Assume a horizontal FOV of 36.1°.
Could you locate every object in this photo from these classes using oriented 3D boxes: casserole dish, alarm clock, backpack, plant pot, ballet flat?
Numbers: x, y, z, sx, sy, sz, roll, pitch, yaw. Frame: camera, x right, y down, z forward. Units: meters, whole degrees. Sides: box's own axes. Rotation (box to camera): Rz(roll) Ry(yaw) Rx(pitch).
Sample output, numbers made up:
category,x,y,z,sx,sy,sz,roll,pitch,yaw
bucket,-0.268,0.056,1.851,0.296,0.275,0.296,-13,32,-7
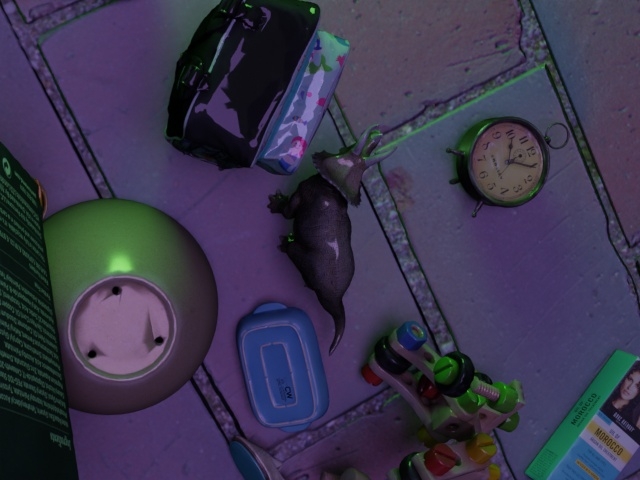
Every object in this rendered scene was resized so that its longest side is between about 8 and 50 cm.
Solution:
category,x,y,z,sx,sy,sz,roll,pitch,yaw
casserole dish,-0.055,0.179,1.343,0.114,0.037,0.188,-10,100,9
alarm clock,0.278,-0.121,1.420,0.192,0.064,0.129,-24,101,-11
backpack,-0.091,-0.191,1.210,0.191,0.253,0.225,26,84,-21
plant pot,-0.252,0.093,1.219,0.284,0.191,0.284,-1,95,-17
ballet flat,-0.065,0.337,1.364,0.052,0.057,0.168,-29,84,-43

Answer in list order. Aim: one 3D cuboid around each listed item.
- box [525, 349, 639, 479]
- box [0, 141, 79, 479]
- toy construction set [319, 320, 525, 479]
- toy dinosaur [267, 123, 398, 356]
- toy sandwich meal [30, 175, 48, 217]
category,x,y,z,sx,sy,sz,roll,pitch,yaw
box,0.431,0.296,1.505,0.100,0.060,0.244,40,84,-16
box,-0.515,0.162,0.958,0.479,0.297,0.472,-13,73,-1
toy construction set,0.170,0.291,1.359,0.237,0.257,0.309,24,102,-30
toy dinosaur,0.000,0.000,1.300,0.121,0.160,0.314,7,92,-17
toy sandwich meal,-0.386,-0.051,1.244,0.085,0.029,0.086,1,85,-11
